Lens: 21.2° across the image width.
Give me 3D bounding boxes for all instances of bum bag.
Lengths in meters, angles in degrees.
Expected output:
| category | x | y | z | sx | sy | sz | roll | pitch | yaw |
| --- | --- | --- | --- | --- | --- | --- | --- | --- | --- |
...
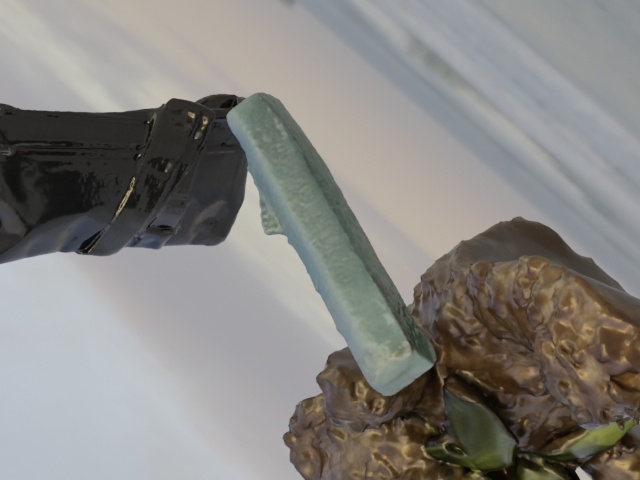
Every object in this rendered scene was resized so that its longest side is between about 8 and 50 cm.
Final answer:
| category | x | y | z | sx | sy | sz | roll | pitch | yaw |
| --- | --- | --- | --- | --- | --- | --- | --- | --- | --- |
| bum bag | -0.157 | -0.047 | 1.233 | 0.248 | 0.123 | 0.060 | -1 | -160 | -32 |

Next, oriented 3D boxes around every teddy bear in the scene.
| category | x | y | z | sx | sy | sz | roll | pitch | yaw |
| --- | --- | --- | --- | --- | --- | --- | --- | --- | --- |
| teddy bear | 0.112 | 0.106 | 0.954 | 0.246 | 0.222 | 0.296 | 13 | -173 | -27 |

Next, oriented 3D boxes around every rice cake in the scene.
| category | x | y | z | sx | sy | sz | roll | pitch | yaw |
| --- | --- | --- | --- | --- | --- | --- | --- | --- | --- |
| rice cake | 0.000 | 0.000 | 0.865 | 0.030 | 0.042 | 0.180 | 24 | -149 | -58 |
